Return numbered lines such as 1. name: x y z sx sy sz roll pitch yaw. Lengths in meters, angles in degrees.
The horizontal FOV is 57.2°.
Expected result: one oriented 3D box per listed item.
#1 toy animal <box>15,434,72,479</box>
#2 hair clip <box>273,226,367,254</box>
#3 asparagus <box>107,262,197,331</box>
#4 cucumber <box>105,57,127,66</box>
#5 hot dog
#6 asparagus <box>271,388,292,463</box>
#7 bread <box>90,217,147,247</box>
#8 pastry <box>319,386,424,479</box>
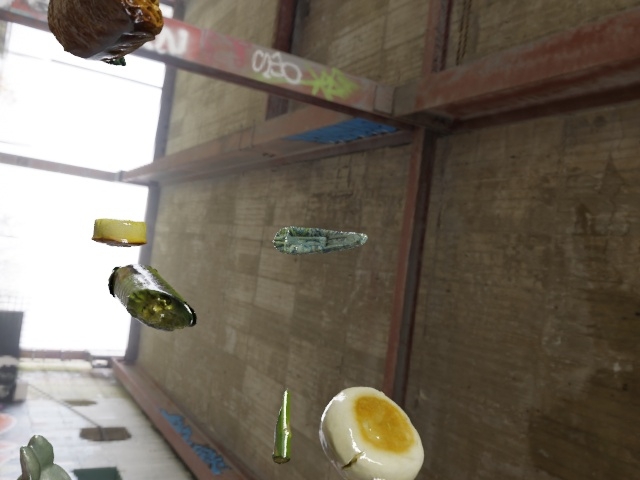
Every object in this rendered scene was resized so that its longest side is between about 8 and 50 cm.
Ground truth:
1. toy animal: -0.397 0.393 0.881 0.108 0.138 0.236 -20 -76 19
2. hair clip: 0.001 0.001 1.297 0.229 0.036 0.066 0 -113 27
3. asparagus: -0.391 0.130 1.330 0.382 0.128 0.108 18 -89 59
4. cucumber: -0.427 -0.431 1.101 0.070 0.046 0.220 11 -61 53
5. hot dog: -0.342 -0.362 0.930 0.226 0.160 0.099 -8 -130 39
6. asparagus: -0.093 0.457 1.453 0.045 0.041 0.178 -39 -142 38
7. bread: -0.572 -0.020 1.686 0.125 0.156 0.086 4 -90 51
8. pastry: 0.067 0.284 0.828 0.092 0.156 0.156 -58 -144 23
